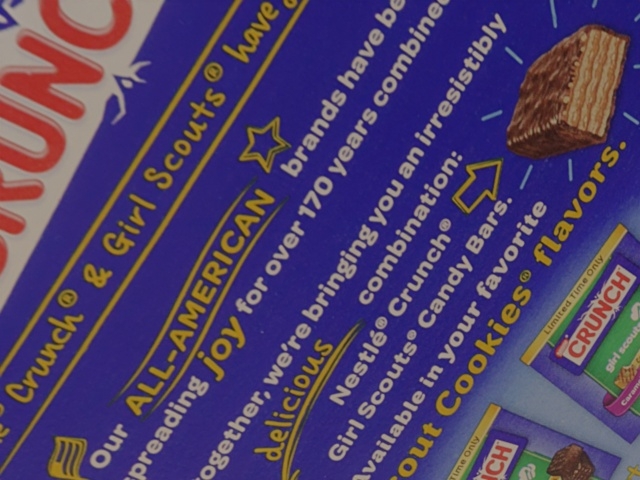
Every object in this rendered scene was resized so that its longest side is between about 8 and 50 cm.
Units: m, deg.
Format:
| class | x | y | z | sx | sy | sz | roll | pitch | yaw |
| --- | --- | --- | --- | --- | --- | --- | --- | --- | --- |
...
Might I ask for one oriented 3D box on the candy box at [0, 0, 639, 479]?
| class | x | y | z | sx | sy | sz | roll | pitch | yaw |
| --- | --- | --- | --- | --- | --- | --- | --- | --- | --- |
| candy box | 0.000 | 0.000 | 0.487 | 0.317 | 0.122 | 0.268 | 32 | -87 | -35 |
